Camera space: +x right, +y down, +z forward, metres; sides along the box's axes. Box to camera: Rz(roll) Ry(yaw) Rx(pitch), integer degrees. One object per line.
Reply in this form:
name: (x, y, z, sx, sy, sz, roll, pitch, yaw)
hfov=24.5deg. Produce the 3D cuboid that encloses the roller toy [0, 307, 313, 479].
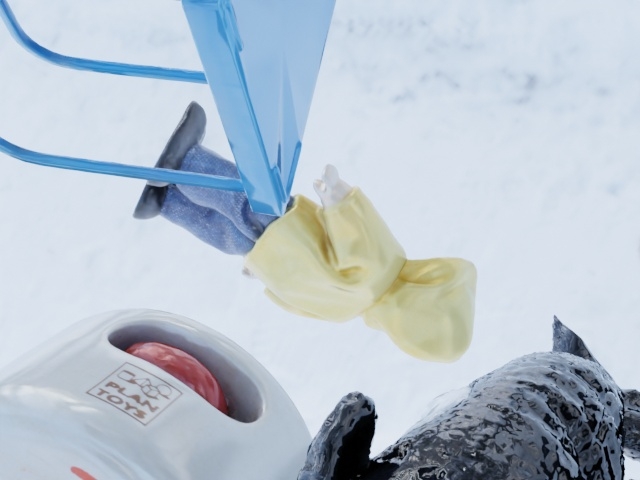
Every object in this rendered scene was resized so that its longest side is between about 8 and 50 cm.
roller toy: (-0.108, 0.141, 0.754, 0.191, 0.209, 0.146, -18, 10, 30)

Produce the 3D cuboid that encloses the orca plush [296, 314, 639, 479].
orca plush: (0.088, 0.110, 0.512, 0.102, 0.287, 0.151, -13, 91, 35)

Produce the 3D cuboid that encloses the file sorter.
file sorter: (-0.050, -0.114, 0.468, 0.105, 0.118, 0.170, 7, 65, 11)

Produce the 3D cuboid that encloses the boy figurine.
boy figurine: (0.000, 0.000, 1.147, 0.092, 0.285, 0.177, -66, 4, -33)
